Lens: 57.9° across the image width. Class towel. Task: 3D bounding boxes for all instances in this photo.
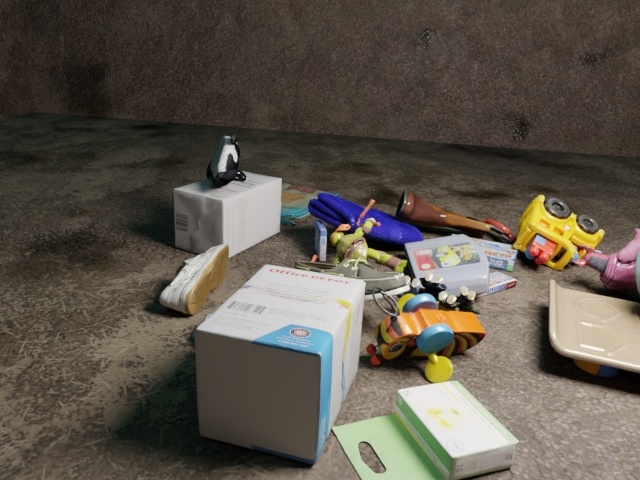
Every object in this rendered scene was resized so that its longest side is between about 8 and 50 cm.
[{"bbox_3d":[0.138,-0.059,1.703,0.308,0.076,0.227,12,11,-39],"label":"towel"},{"bbox_3d":[-0.120,-0.140,2.055,0.271,0.040,0.370,14,23,24],"label":"towel"}]

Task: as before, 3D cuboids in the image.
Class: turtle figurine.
[{"bbox_3d":[0.104,0.024,1.443,0.217,0.087,0.269,35,75,27],"label":"turtle figurine"}]

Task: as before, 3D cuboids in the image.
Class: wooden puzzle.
[{"bbox_3d":[0.648,0.211,1.208,0.347,0.080,0.322,16,23,16],"label":"wooden puzzle"}]

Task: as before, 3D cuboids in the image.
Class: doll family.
[{"bbox_3d":[0.257,0.136,1.297,0.193,0.111,0.076,28,63,25],"label":"doll family"}]

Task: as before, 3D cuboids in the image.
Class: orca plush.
[{"bbox_3d":[-0.242,-0.211,1.631,0.102,0.151,0.287,29,8,-22],"label":"orca plush"}]

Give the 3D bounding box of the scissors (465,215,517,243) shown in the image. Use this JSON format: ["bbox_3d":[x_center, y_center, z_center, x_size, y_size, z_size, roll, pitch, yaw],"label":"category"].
[{"bbox_3d":[0.540,-0.062,1.908,0.109,0.021,0.297,34,5,-29],"label":"scissors"}]

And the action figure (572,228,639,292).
[{"bbox_3d":[0.820,0.103,1.437,0.370,0.248,0.276,12,49,18],"label":"action figure"}]

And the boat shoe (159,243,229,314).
[{"bbox_3d":[-0.293,0.077,1.362,0.096,0.098,0.277,8,22,9],"label":"boat shoe"}]

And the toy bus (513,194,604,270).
[{"bbox_3d":[0.670,0.008,1.651,0.220,0.149,0.211,30,47,8],"label":"toy bus"}]

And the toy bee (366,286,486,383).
[{"bbox_3d":[0.170,0.177,1.129,0.298,0.162,0.195,30,31,-18],"label":"toy bee"}]

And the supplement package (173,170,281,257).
[{"bbox_3d":[-0.262,-0.083,1.678,0.175,0.178,0.293,13,22,25],"label":"supplement package"}]

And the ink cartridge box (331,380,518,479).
[{"bbox_3d":[0.158,0.303,0.904,0.235,0.056,0.171,-3,21,-21],"label":"ink cartridge box"}]

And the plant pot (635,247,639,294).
[{"bbox_3d":[0.787,0.067,1.188,0.293,0.293,0.196,-9,1,-31],"label":"plant pot"}]

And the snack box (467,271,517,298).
[{"bbox_3d":[0.423,0.115,1.491,0.178,0.022,0.064,-10,23,-32],"label":"snack box"}]

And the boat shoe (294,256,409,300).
[{"bbox_3d":[0.057,0.084,1.286,0.305,0.091,0.109,-5,1,40],"label":"boat shoe"}]

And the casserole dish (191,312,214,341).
[{"bbox_3d":[-0.169,0.185,1.185,0.188,0.037,0.114,2,20,-1],"label":"casserole dish"}]

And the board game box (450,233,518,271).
[{"bbox_3d":[0.470,0.034,1.695,0.201,0.035,0.136,11,22,20],"label":"board game box"}]

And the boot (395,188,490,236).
[{"bbox_3d":[0.379,-0.064,1.784,0.280,0.096,0.264,19,-5,15],"label":"boot"}]

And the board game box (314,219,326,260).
[{"bbox_3d":[0.000,0.000,1.627,0.020,0.090,0.090,-3,21,-9],"label":"board game box"}]

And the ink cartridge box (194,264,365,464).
[{"bbox_3d":[-0.055,0.187,0.965,0.198,0.197,0.270,8,21,16],"label":"ink cartridge box"}]

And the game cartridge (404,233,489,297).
[{"bbox_3d":[0.332,0.062,1.516,0.196,0.060,0.294,-6,21,2],"label":"game cartridge"}]
